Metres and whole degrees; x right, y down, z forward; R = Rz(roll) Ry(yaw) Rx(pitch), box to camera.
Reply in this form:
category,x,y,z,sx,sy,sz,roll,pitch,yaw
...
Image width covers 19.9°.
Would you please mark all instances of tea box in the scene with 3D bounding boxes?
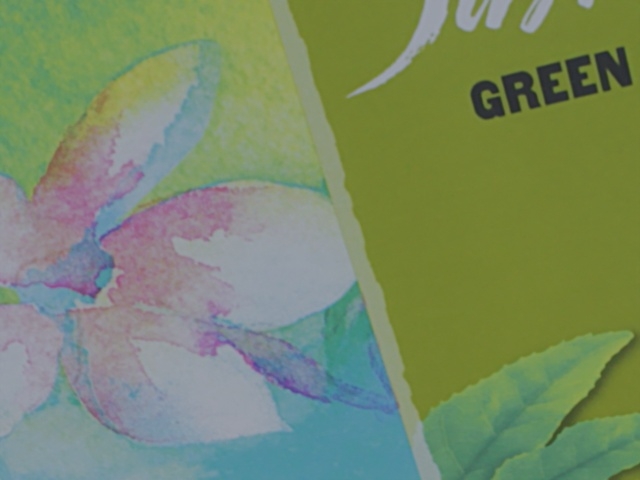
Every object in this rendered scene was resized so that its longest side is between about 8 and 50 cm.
category,x,y,z,sx,sy,sz,roll,pitch,yaw
tea box,0.058,-0.027,0.520,0.329,0.220,0.323,-14,-64,10
